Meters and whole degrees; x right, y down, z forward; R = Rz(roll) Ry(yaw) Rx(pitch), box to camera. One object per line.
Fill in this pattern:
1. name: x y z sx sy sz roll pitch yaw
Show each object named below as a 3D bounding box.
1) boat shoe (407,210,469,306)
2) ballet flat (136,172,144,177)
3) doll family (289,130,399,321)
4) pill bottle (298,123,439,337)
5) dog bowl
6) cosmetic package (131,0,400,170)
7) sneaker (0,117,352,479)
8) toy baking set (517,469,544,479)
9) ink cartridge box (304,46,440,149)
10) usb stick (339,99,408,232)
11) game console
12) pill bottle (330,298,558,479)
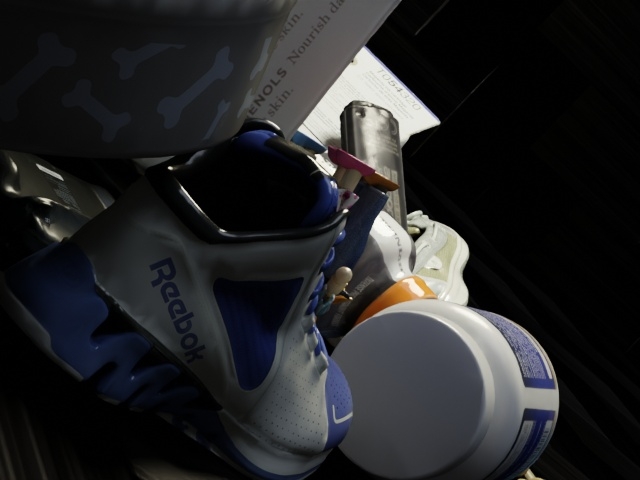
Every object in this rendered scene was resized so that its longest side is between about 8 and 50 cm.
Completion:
1. boat shoe: 0.098 0.027 2.254 0.103 0.118 0.320 47 13 -13
2. ballet flat: -0.117 -0.011 1.597 0.114 0.041 0.041 45 8 3
3. doll family: -0.003 0.011 1.599 0.118 0.163 0.263 30 1 -15
4. pill bottle: 0.000 0.000 1.801 0.245 0.130 0.130 47 8 22
5. dog bowl: -0.187 -0.140 1.144 0.349 0.102 0.349 10 17 -3
6. cosmetic package: -0.176 -0.291 1.582 0.394 0.327 0.329 38 1 -40
7. sneaker: -0.039 0.034 1.215 0.127 0.182 0.315 51 10 33
8. toy baking set: 0.191 0.213 2.025 0.197 0.030 0.256 49 9 33
9. ink cartridge box: -0.072 -0.184 2.176 0.324 0.071 0.330 46 34 16
10. usb stick: 0.058 -0.020 2.045 0.077 0.045 0.278 18 55 -33
11. game console: -0.153 -0.008 1.375 0.213 0.044 0.361 47 6 23
12. pill bottle: 0.095 0.124 1.538 0.153 0.153 0.265 46 7 15
